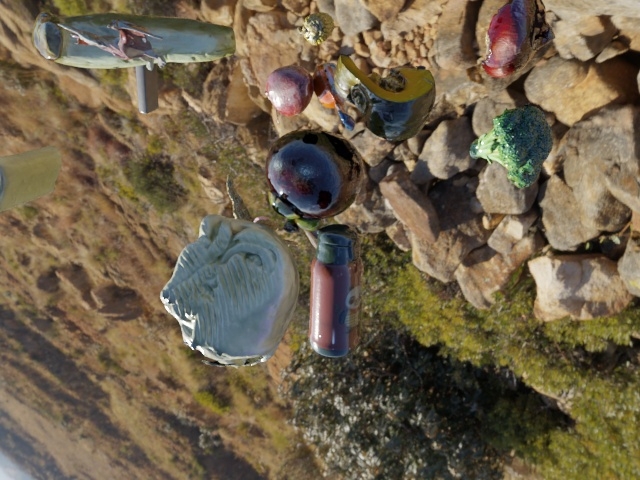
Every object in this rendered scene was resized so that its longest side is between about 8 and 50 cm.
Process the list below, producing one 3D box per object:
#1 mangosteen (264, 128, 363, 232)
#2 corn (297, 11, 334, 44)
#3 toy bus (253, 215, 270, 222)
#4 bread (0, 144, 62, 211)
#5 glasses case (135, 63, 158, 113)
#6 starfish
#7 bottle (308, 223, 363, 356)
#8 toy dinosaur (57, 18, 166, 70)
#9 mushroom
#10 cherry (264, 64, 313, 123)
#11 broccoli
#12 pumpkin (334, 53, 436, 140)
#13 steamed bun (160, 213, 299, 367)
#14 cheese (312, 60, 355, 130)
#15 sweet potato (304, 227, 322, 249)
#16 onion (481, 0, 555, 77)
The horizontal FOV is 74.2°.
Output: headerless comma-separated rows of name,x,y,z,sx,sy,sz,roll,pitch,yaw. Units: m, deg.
mangosteen,-0.020,-0.175,1.222,0.300,0.300,0.301,19,124,30
corn,-0.005,-0.767,1.528,0.106,0.293,0.107,4,119,8
toy bus,-0.272,-0.015,1.800,0.203,0.063,0.090,-52,53,34
bread,-0.691,-0.144,0.983,0.060,0.178,0.140,34,115,-4
glasses case,-0.546,-0.500,1.334,0.042,0.072,0.191,24,130,12
starfish,-0.197,-0.022,1.339,0.084,0.293,0.302,-24,59,35
bottle,0.038,0.123,1.095,0.143,0.143,0.337,14,114,33
toy dinosaur,-0.261,-0.252,0.545,0.220,0.108,0.032,14,99,38
mushroom,-0.324,-0.360,0.759,0.107,0.332,0.087,58,150,33
cherry,-0.113,-0.603,1.690,0.249,0.175,0.192,-7,102,57
broccoli,0.639,-0.311,1.424,0.269,0.253,0.270,9,102,53
pumpkin,0.183,-0.411,1.156,0.281,0.189,0.139,56,165,23
steamed bun,-0.152,0.108,0.871,0.267,0.207,0.281,27,85,27
cheese,0.058,-0.592,1.724,0.129,0.216,0.330,-29,67,21
sweet potato,0.000,0.000,1.703,0.077,0.077,0.244,-4,134,40
onion,0.613,-0.632,1.297,0.194,0.272,0.272,23,126,17
